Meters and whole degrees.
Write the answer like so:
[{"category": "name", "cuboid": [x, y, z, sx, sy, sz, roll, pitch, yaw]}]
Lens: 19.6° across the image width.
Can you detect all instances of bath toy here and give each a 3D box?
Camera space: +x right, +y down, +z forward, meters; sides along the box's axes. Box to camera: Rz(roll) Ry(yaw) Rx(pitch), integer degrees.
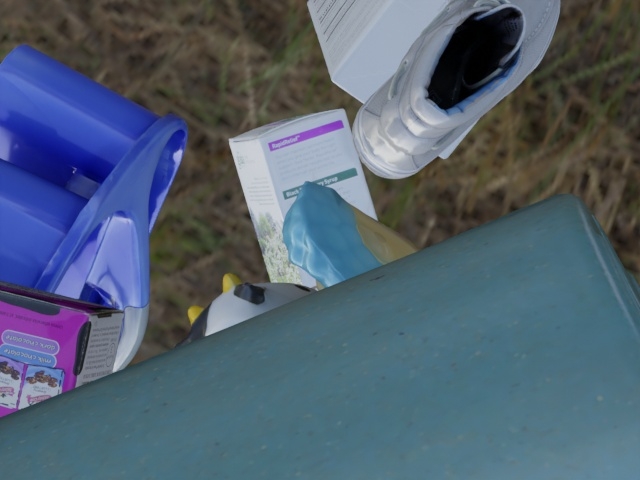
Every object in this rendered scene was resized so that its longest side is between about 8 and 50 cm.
[{"category": "bath toy", "cuboid": [-0.077, 0.127, 1.003, 0.129, 0.151, 0.348, 38, 114, -15]}]

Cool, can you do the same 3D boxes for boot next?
[{"category": "boot", "cuboid": [0.133, -0.152, 1.433, 0.095, 0.258, 0.123, 43, 149, -7]}]

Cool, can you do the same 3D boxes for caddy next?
[{"category": "caddy", "cuboid": [-0.206, 0.028, 1.333, 0.179, 0.241, 0.341, 32, 138, 3]}]

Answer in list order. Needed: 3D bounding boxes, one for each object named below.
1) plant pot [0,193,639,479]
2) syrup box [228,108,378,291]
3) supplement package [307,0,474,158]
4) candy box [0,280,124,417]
[{"category": "plant pot", "cuboid": [-0.006, 0.166, 0.617, 0.334, 0.341, 0.341, -28, 115, 9]}, {"category": "syrup box", "cuboid": [0.000, 0.000, 1.748, 0.093, 0.096, 0.236, 0, 107, 68]}, {"category": "supplement package", "cuboid": [0.088, -0.204, 1.741, 0.139, 0.244, 0.134, 33, 107, -19]}, {"category": "candy box", "cuboid": [-0.225, 0.139, 1.143, 0.159, 0.071, 0.233, 13, 92, 13]}]
